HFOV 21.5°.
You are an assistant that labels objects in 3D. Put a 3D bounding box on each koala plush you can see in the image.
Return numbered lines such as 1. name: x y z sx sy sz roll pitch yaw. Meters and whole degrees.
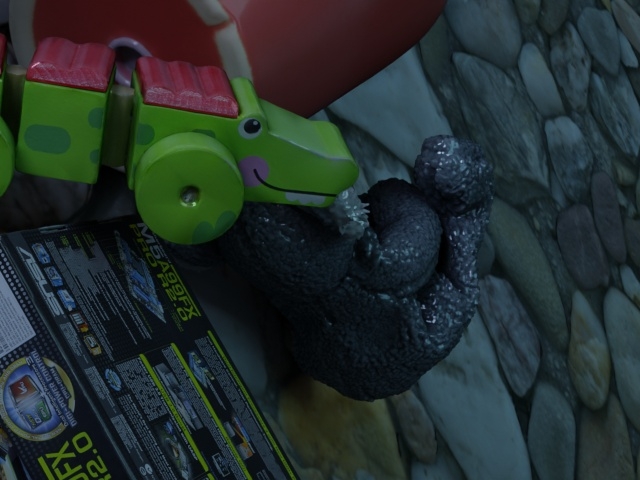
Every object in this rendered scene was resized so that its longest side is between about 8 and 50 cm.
1. koala plush: 0.000 0.000 1.245 0.221 0.196 0.203 31 56 -51

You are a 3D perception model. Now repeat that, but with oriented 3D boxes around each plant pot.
1. plant pot: -0.073 -0.181 1.195 0.275 0.275 0.243 57 43 -17

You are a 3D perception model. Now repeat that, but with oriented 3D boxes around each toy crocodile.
1. toy crocodile: -0.143 -0.075 1.014 0.340 0.105 0.115 8 25 -11

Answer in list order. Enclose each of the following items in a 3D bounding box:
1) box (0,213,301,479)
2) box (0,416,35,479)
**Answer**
1. box: -0.106 0.116 1.038 0.270 0.060 0.216 60 17 5
2. box: -0.162 0.152 0.994 0.207 0.036 0.114 52 15 -24
